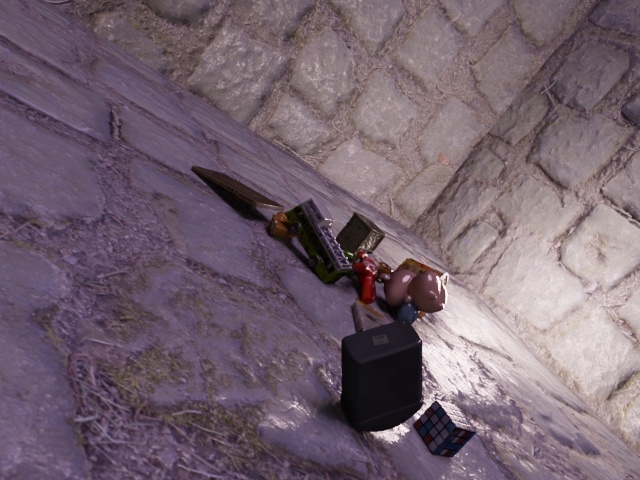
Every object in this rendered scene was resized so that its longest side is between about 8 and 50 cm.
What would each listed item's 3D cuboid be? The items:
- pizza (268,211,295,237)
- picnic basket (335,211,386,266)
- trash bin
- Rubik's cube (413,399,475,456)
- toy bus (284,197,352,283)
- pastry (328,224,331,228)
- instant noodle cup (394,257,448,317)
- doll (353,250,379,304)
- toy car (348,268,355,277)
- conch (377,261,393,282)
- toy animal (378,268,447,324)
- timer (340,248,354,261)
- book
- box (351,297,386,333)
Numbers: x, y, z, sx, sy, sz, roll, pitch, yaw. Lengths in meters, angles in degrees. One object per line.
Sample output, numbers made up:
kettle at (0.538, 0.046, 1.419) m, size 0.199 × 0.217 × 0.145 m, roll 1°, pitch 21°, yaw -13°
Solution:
pizza at (-0.137, -0.051, 1.952) m, size 0.127 × 0.058 × 0.246 m, roll 37°, pitch 15°, yaw -9°
picnic basket at (0.153, -0.006, 2.262) m, size 0.134 × 0.196 × 0.154 m, roll 16°, pitch 26°, yaw -52°
trash bin at (0.132, 0.298, 1.118) m, size 0.176 × 0.236 × 0.101 m, roll -12°, pitch 33°, yaw -13°
Rubik's cube at (0.307, 0.467, 1.293) m, size 0.092 × 0.092 × 0.092 m, roll 28°, pitch 16°, yaw -39°
toy bus at (0.000, 0.000, 1.860) m, size 0.302 × 0.139 × 0.113 m, roll 61°, pitch 20°, yaw 15°
pastry at (-0.039, -0.051, 2.097) m, size 0.102 × 0.112 × 0.265 m, roll 4°, pitch 12°, yaw -21°
instant noodle cup at (0.420, 0.194, 2.269) m, size 0.182 × 0.230 × 0.230 m, roll 35°, pitch 10°, yaw 28°
doll at (0.180, 0.129, 2.035) m, size 0.384 × 0.099 × 0.188 m, roll -61°, pitch 137°, yaw -78°
toy car at (0.085, 0.107, 2.049) m, size 0.122 × 0.035 × 0.059 m, roll 19°, pitch 20°, yaw -32°
conch at (0.252, 0.127, 2.305) m, size 0.232 × 0.086 × 0.080 m, roll 32°, pitch 14°, yaw -30°
toy animal at (0.365, 0.198, 2.021) m, size 0.210 × 0.221 × 0.229 m, roll 49°, pitch 13°, yaw -36°
timer at (0.063, 0.048, 2.090) m, size 0.128 × 0.047 × 0.140 m, roll 19°, pitch 0°, yaw 27°
book at (-0.305, -0.193, 1.944) m, size 0.310 × 0.021 × 0.217 m, roll 30°, pitch 10°, yaw 20°
box at (0.166, 0.279, 1.689) m, size 0.129 × 0.033 × 0.247 m, roll 34°, pitch 14°, yaw -12°
